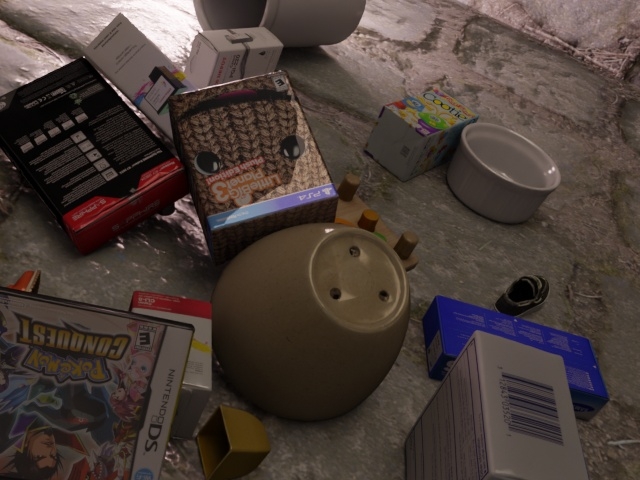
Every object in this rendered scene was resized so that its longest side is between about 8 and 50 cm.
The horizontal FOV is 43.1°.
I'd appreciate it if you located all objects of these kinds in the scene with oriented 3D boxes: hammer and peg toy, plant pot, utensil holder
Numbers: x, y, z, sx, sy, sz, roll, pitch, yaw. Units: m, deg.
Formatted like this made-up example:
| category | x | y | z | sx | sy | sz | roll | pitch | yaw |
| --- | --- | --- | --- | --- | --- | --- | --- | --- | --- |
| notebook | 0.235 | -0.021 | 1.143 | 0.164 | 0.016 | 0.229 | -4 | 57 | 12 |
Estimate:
| category | x | y | z | sx | sy | sz | roll | pitch | yaw |
| --- | --- | --- | --- | --- | --- | --- | --- | --- | --- |
| hammer and peg toy | 0.000 | 0.000 | 1.591 | 0.361 | 0.127 | 0.266 | -18 | 57 | -43 |
| plant pot | -0.123 | 0.302 | 1.198 | 0.083 | 0.081 | 0.081 | 15 | 35 | -34 |
| utensil holder | -0.105 | -0.694 | 2.242 | 0.385 | 0.327 | 0.327 | -15 | 52 | -43 |

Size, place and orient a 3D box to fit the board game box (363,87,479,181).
| category | x | y | z | sx | sy | sz | roll | pitch | yaw |
| --- | --- | --- | --- | --- | --- | --- | --- | --- | --- |
| board game box | 0.262 | -0.278 | 2.090 | 0.142 | 0.144 | 0.275 | 40 | 38 | 20 |

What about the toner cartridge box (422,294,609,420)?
| category | x | y | z | sx | sy | sz | roll | pitch | yaw |
| --- | --- | --- | --- | --- | --- | --- | --- | --- | --- |
| toner cartridge box | 0.376 | 0.229 | 1.582 | 0.348 | 0.075 | 0.165 | 17 | 38 | -11 |

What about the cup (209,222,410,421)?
| category | x | y | z | sx | sy | sz | roll | pitch | yaw |
| --- | --- | --- | --- | --- | --- | --- | --- | --- | --- |
| cup | 0.012 | 0.101 | 1.293 | 0.331 | 0.237 | 0.331 | 10 | 63 | -20 |

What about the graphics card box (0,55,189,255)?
| category | x | y | z | sx | sy | sz | roll | pitch | yaw |
| --- | --- | --- | --- | --- | --- | --- | --- | --- | --- |
| graphics card box | -0.442 | -0.167 | 1.511 | 0.233 | 0.094 | 0.371 | -34 | 64 | -21 |

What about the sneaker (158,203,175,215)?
| category | x | y | z | sx | sy | sz | roll | pitch | yaw |
| --- | --- | --- | --- | --- | --- | --- | --- | --- | --- |
| sneaker | -0.373 | -0.140 | 1.608 | 0.106 | 0.101 | 0.267 | -25 | 59 | -17 |

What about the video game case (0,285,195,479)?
| category | x | y | z | sx | sy | sz | roll | pitch | yaw |
| --- | --- | --- | --- | --- | --- | --- | --- | --- | --- |
| video game case | -0.328 | 0.207 | 1.073 | 0.275 | 0.248 | 0.035 | 13 | 1 | -16 |

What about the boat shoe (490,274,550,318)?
| category | x | y | z | sx | sy | sz | roll | pitch | yaw |
| --- | --- | --- | --- | --- | --- | --- | --- | --- | --- |
| boat shoe | 0.453 | 0.115 | 1.771 | 0.078 | 0.070 | 0.219 | 40 | 39 | 20 |

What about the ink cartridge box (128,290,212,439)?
| category | x | y | z | sx | sy | sz | roll | pitch | yaw |
| --- | --- | --- | --- | --- | --- | --- | --- | --- | --- |
| ink cartridge box | -0.239 | 0.189 | 1.223 | 0.127 | 0.128 | 0.176 | 12 | 38 | -18 |

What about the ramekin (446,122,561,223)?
| category | x | y | z | sx | sy | sz | roll | pitch | yaw |
| --- | --- | --- | --- | --- | --- | --- | --- | --- | --- |
| ramekin | 0.460 | -0.168 | 2.076 | 0.277 | 0.135 | 0.277 | 16 | 38 | -13 |

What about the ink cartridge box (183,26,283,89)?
| category | x | y | z | sx | sy | sz | roll | pitch | yaw |
| --- | --- | --- | --- | --- | --- | --- | --- | --- | --- |
| ink cartridge box | -0.215 | -0.429 | 1.983 | 0.218 | 0.158 | 0.092 | -17 | 54 | -43 |

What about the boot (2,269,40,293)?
| category | x | y | z | sx | sy | sz | roll | pitch | yaw |
| --- | --- | --- | --- | --- | --- | --- | --- | --- | --- |
| boot | -0.493 | 0.092 | 1.258 | 0.085 | 0.059 | 0.158 | 18 | 37 | -1 |

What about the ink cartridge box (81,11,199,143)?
| category | x | y | z | sx | sy | sz | roll | pitch | yaw |
| --- | --- | --- | --- | --- | --- | --- | --- | --- | --- |
| ink cartridge box | -0.336 | -0.316 | 1.660 | 0.278 | 0.117 | 0.201 | 45 | 0 | -13 |

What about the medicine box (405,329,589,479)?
| category | x | y | z | sx | sy | sz | roll | pitch | yaw |
| --- | --- | --- | --- | --- | --- | --- | --- | --- | --- |
| medicine box | 0.243 | 0.333 | 1.190 | 0.149 | 0.289 | 0.263 | 17 | 37 | -8 |

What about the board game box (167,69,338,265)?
| category | x | y | z | sx | sy | sz | roll | pitch | yaw |
| --- | --- | --- | --- | --- | --- | --- | --- | --- | --- |
| board game box | -0.127 | -0.136 | 1.483 | 0.232 | 0.141 | 0.291 | -16 | 65 | -12 |
